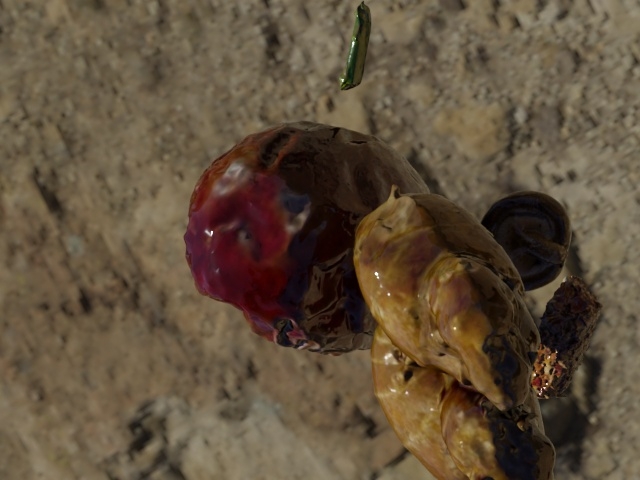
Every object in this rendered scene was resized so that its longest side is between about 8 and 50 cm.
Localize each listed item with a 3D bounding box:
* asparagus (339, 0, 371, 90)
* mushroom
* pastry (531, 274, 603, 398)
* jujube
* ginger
[{"bbox_3d":[0.042,-0.226,1.769,0.021,0.025,0.108,25,110,40],"label":"asparagus"},{"bbox_3d":[0.253,-0.001,1.881,0.127,0.087,0.127,1,96,13],"label":"mushroom"},{"bbox_3d":[0.272,0.113,1.693,0.063,0.087,0.169,32,138,17],"label":"pastry"},{"bbox_3d":[0.000,-0.002,1.806,0.276,0.377,0.276,-2,83,17],"label":"jujube"},{"bbox_3d":[0.153,0.130,1.535,0.274,0.152,0.357,36,146,52],"label":"ginger"}]
